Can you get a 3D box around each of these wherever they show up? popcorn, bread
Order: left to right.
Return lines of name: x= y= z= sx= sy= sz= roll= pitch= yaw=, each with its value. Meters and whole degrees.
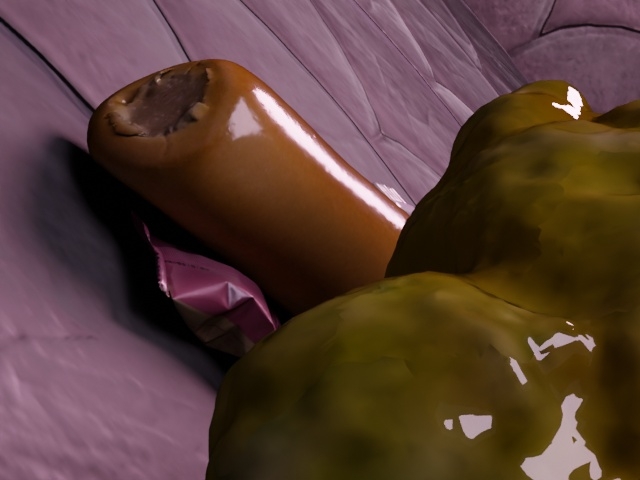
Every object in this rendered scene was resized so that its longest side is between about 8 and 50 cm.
bread: x=0.000 y=0.000 z=0.707 sx=0.239 sy=0.074 sz=0.092 roll=40 pitch=1 yaw=-39
popcorn: x=0.142 y=0.102 z=0.521 sx=0.334 sy=0.293 sz=0.292 roll=34 pitch=10 yaw=10

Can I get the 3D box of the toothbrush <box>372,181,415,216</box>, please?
toothbrush: x=-0.010 y=-0.032 z=0.874 sx=0.030 sy=0.025 sz=0.342 roll=48 pitch=13 yaw=17

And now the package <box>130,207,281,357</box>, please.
package: x=-0.043 y=0.024 z=0.634 sx=0.083 sy=0.029 sz=0.059 roll=39 pitch=13 yaw=-33
